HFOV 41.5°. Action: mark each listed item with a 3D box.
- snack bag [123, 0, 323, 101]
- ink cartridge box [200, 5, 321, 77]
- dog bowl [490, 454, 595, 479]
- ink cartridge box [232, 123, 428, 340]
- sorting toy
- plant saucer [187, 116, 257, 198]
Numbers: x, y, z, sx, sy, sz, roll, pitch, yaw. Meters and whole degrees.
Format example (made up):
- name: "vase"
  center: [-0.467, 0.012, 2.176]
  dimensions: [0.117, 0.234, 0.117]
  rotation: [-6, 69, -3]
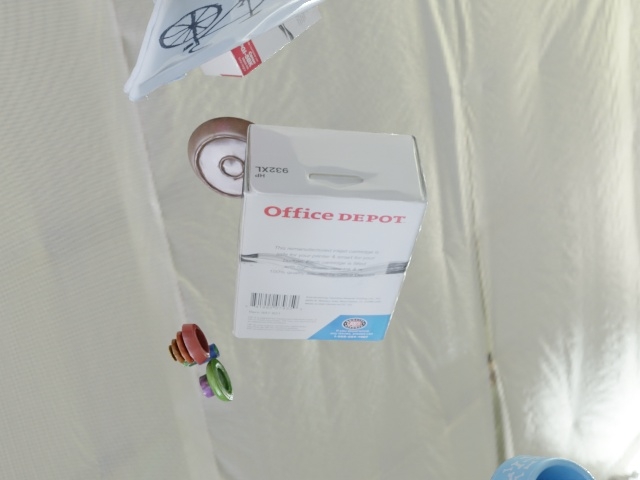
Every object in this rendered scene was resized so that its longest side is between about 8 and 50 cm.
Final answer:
- name: "snack bag"
  center: [-0.021, -0.267, 0.756]
  dimensions: [0.323, 0.342, 0.037]
  rotation: [-34, -90, -24]
- name: "ink cartridge box"
  center: [-0.081, -0.257, 1.021]
  dimensions: [0.135, 0.099, 0.056]
  rotation: [-42, -58, -21]
- name: "dog bowl"
  center: [0.274, 0.404, 1.088]
  dimensions: [0.166, 0.074, 0.297]
  rotation: [43, -127, -2]
- name: "ink cartridge box"
  center: [0.000, 0.000, 1.146]
  dimensions: [0.307, 0.223, 0.129]
  rotation: [101, 169, -49]
- name: "sorting toy"
  center: [-0.137, 0.139, 0.941]
  dimensions: [0.101, 0.042, 0.061]
  rotation: [63, -173, -13]
- name: "plant saucer"
  center: [-0.145, -0.129, 1.414]
  dimensions: [0.029, 0.169, 0.168]
  rotation: [-75, -34, -46]
